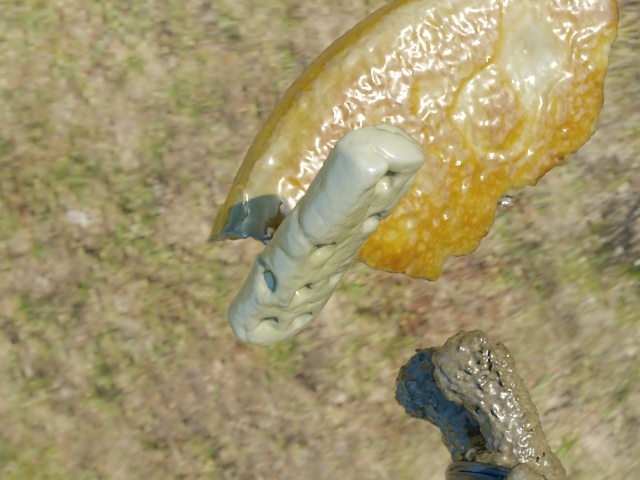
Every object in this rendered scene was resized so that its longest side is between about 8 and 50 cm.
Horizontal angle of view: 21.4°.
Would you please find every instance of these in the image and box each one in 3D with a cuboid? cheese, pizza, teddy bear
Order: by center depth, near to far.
[{"bbox_3d":[0.000,0.000,1.035,0.043,0.065,0.194,53,136,16],"label":"cheese"},{"bbox_3d":[0.083,-0.085,1.224,0.365,0.074,0.182,-40,106,-8],"label":"pizza"},{"bbox_3d":[0.129,0.195,1.318,0.182,0.129,0.251,129,150,-63],"label":"teddy bear"}]
